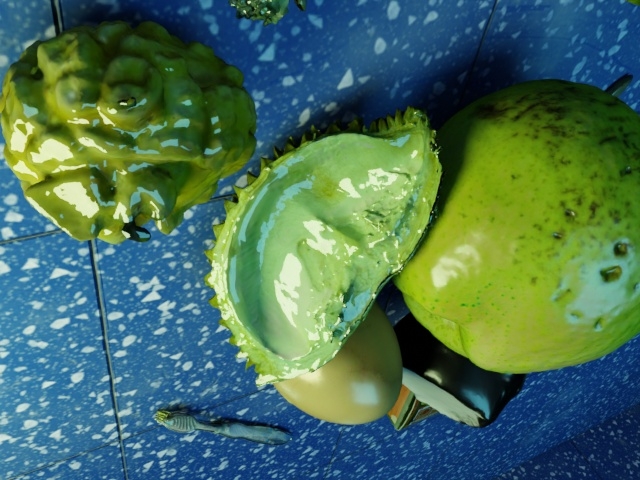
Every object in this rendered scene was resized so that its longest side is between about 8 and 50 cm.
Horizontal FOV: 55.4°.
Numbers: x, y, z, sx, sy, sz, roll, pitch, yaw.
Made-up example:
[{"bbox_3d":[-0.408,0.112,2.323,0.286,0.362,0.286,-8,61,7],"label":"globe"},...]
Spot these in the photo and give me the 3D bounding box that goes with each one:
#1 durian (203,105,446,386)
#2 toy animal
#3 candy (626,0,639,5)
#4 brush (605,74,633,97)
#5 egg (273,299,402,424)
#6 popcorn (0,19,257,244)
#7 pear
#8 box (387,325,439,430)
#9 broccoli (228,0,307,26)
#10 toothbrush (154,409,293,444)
[{"bbox_3d":[-0.007,-0.003,0.730,0.394,0.198,0.163,-49,140,16],"label":"durian"},{"bbox_3d":[0.270,0.143,1.058,0.309,0.251,0.251,-55,148,-18],"label":"toy animal"},{"bbox_3d":[0.357,-0.339,0.761,0.194,0.062,0.058,0,177,-27],"label":"candy"},{"bbox_3d":[0.434,-0.197,1.001,0.196,0.021,0.070,-47,141,14],"label":"brush"},{"bbox_3d":[0.017,0.162,0.907,0.201,0.244,0.201,-33,149,-23],"label":"egg"},{"bbox_3d":[-0.162,-0.088,0.534,0.218,0.169,0.189,12,123,-37],"label":"popcorn"},{"bbox_3d":[0.269,-0.004,0.807,0.391,0.391,0.390,-21,142,-17],"label":"pear"},{"bbox_3d":[0.222,0.263,1.251,0.195,0.148,0.177,-14,138,-25],"label":"box"},{"bbox_3d":[0.075,-0.313,0.455,0.362,0.221,0.252,-31,152,-23],"label":"broccoli"},{"bbox_3d":[-0.160,0.362,1.165,0.413,0.042,0.035,36,69,-53],"label":"toothbrush"}]
